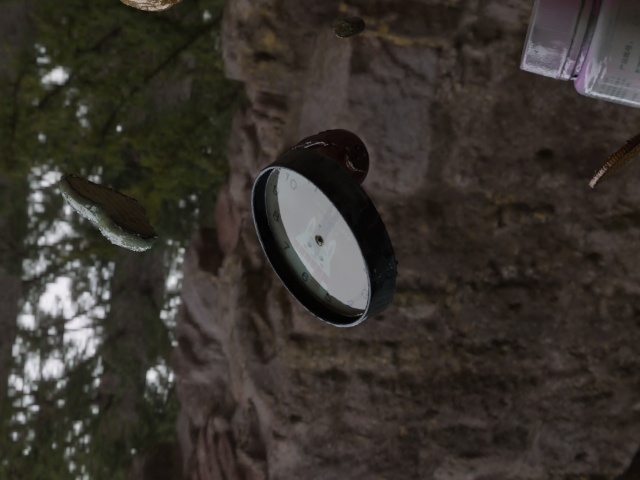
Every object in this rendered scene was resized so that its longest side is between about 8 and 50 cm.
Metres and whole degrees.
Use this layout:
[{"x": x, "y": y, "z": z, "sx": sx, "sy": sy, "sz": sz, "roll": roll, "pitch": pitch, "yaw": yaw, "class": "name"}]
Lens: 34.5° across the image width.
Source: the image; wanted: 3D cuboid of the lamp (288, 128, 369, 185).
[{"x": 0.015, "y": -0.205, "z": 2.708, "sx": 0.180, "sy": 0.180, "sz": 0.258, "roll": -19, "pitch": -173, "yaw": -41, "class": "lamp"}]

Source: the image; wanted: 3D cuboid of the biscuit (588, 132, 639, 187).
[{"x": 0.678, "y": -0.198, "z": 2.267, "sx": 0.206, "sy": 0.126, "sz": 0.025, "roll": -37, "pitch": -106, "yaw": -5, "class": "biscuit"}]

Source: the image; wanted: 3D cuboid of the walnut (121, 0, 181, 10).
[{"x": -0.443, "y": -0.692, "z": 2.682, "sx": 0.221, "sy": 0.195, "sz": 0.195, "roll": 15, "pitch": -152, "yaw": 35, "class": "walnut"}]

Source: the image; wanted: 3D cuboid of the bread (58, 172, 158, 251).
[{"x": -0.427, "y": -0.058, "z": 2.094, "sx": 0.232, "sy": 0.064, "sz": 0.172, "roll": 36, "pitch": -164, "yaw": 5, "class": "bread"}]

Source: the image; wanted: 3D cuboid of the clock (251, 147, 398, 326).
[{"x": 0.000, "y": 0.000, "z": 2.100, "sx": 0.076, "sy": 0.386, "sz": 0.386, "roll": -31, "pitch": -129, "yaw": -29, "class": "clock"}]

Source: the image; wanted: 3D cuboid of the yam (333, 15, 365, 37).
[{"x": 0.062, "y": -0.453, "z": 2.189, "sx": 0.043, "sy": 0.043, "sz": 0.094, "roll": 22, "pitch": -158, "yaw": 13, "class": "yam"}]

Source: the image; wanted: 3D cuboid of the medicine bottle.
[{"x": 0.568, "y": -0.404, "z": 2.055, "sx": 0.301, "sy": 0.241, "sz": 0.241, "roll": 14, "pitch": -149, "yaw": 5, "class": "medicine bottle"}]
